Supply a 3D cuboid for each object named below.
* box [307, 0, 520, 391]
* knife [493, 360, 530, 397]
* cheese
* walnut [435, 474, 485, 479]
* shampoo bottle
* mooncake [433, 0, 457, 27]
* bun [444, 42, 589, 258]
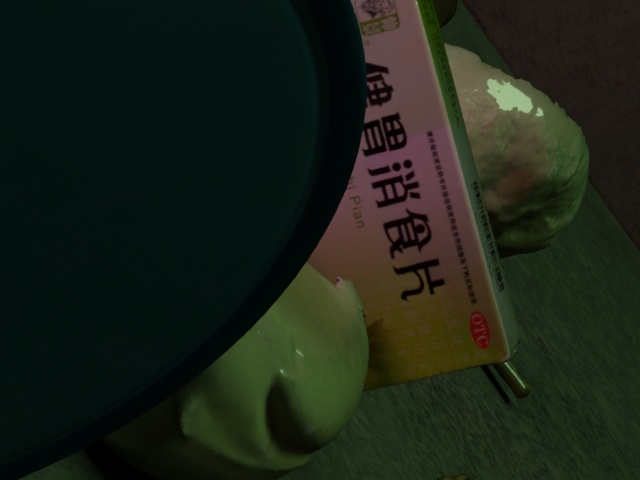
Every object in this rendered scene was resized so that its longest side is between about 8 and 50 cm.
[{"bbox_3d":[0.009,-0.032,1.247,0.062,0.175,0.260,-30,105,-75],"label":"box"},{"bbox_3d":[0.104,0.027,1.847,0.298,0.017,0.047,52,13,1],"label":"knife"},{"bbox_3d":[-0.083,0.015,1.106,0.266,0.127,0.233,59,16,8],"label":"cheese"},{"bbox_3d":[0.096,0.203,1.354,0.096,0.083,0.079,-16,103,-68],"label":"walnut"},{"bbox_3d":[-0.197,-0.125,0.673,0.331,0.331,0.342,35,24,-52],"label":"shampoo bottle"},{"bbox_3d":[-0.034,-0.281,1.751,0.324,0.187,0.324,47,18,-21],"label":"mooncake"},{"bbox_3d":[0.082,-0.060,1.619,0.287,0.287,0.146,39,67,-46],"label":"bun"}]
